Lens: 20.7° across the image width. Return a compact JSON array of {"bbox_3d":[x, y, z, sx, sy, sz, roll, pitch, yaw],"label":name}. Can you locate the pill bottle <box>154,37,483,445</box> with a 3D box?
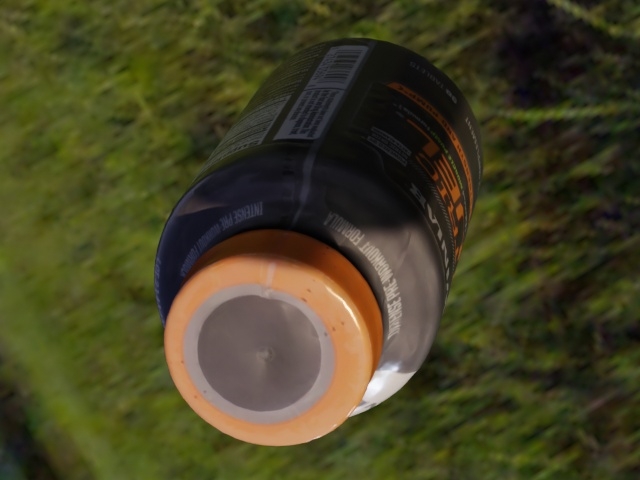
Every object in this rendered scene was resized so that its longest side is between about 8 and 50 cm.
[{"bbox_3d":[0.000,0.000,0.810,0.130,0.130,0.245,63,-160,-16],"label":"pill bottle"}]
